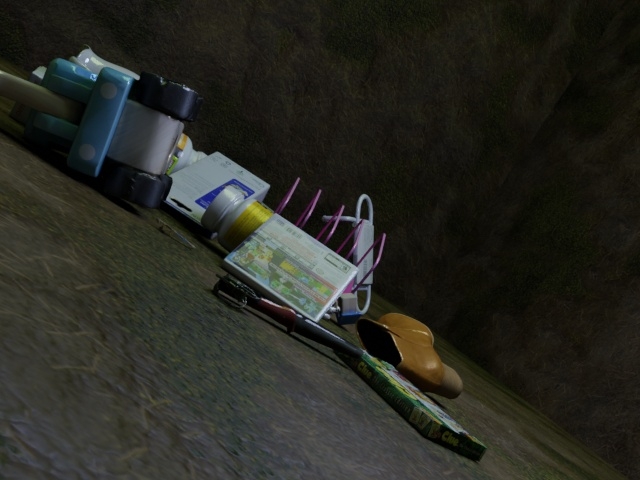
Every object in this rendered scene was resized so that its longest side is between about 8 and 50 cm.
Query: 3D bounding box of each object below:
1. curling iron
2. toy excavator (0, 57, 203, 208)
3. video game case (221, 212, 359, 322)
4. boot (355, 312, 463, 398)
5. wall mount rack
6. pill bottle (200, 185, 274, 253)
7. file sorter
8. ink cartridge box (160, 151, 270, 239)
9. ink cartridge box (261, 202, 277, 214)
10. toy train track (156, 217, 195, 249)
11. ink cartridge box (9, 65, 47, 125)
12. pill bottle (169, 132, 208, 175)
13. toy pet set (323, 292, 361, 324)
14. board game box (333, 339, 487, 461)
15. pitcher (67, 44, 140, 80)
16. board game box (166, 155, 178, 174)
[{"bbox_3d":[-0.045,0.121,1.092,0.274,0.035,0.068,32,6,-29],"label":"curling iron"},{"bbox_3d":[-0.452,-0.228,1.257,0.445,0.222,0.433,19,4,-8],"label":"toy excavator"},{"bbox_3d":[-0.052,0.051,1.365,0.201,0.023,0.183,34,42,8],"label":"video game case"},{"bbox_3d":[0.138,0.191,1.448,0.211,0.104,0.295,33,6,-35],"label":"boot"},{"bbox_3d":[0.097,0.042,2.207,0.131,0.350,0.304,2,-3,25],"label":"wall mount rack"},{"bbox_3d":[-0.131,-0.008,1.489,0.208,0.119,0.119,39,2,3],"label":"pill bottle"},{"bbox_3d":[0.000,0.000,1.913,0.291,0.182,0.202,33,27,-6],"label":"file sorter"},{"bbox_3d":[-0.256,-0.100,1.674,0.165,0.065,0.333,34,27,7],"label":"ink cartridge box"},{"bbox_3d":[-0.101,0.040,2.348,0.385,0.091,0.308,51,-7,-25],"label":"ink cartridge box"},{"bbox_3d":[-0.253,-0.009,1.282,0.083,0.014,0.048,39,-7,-11],"label":"toy train track"},{"bbox_3d":[-0.523,-0.257,1.476,0.150,0.109,0.063,33,21,-13],"label":"ink cartridge box"},{"bbox_3d":[-0.419,-0.225,1.835,0.278,0.162,0.162,33,2,-23],"label":"pill bottle"},{"bbox_3d":[0.021,0.149,1.587,0.114,0.065,0.122,-3,9,-15],"label":"toy pet set"},{"bbox_3d":[0.132,0.241,1.147,0.136,0.030,0.260,30,3,-36],"label":"board game box"},{"bbox_3d":[-0.437,-0.310,1.545,0.207,0.125,0.178,40,4,-20],"label":"pitcher"},{"bbox_3d":[-0.387,-0.187,1.664,0.092,0.043,0.181,37,-12,-21],"label":"board game box"}]
